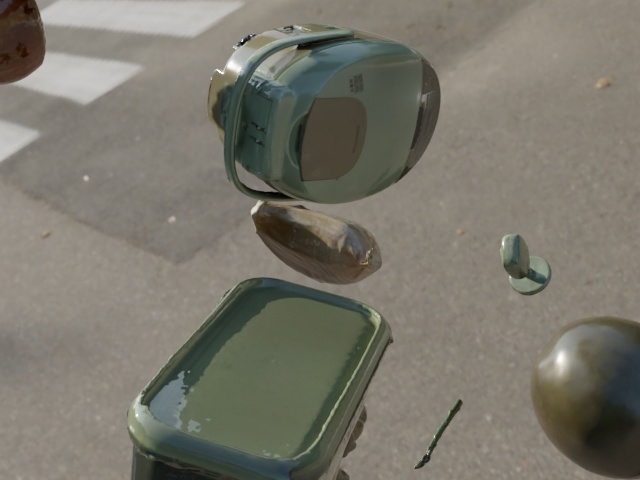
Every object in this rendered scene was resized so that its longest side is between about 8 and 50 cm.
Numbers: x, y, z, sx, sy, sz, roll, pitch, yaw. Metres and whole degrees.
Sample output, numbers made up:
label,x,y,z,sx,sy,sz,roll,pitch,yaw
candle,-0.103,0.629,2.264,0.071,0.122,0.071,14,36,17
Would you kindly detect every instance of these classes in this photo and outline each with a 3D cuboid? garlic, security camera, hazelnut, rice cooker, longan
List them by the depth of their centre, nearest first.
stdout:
label,x,y,z,sx,sy,sz,roll,pitch,yaw
rice cooker,0.003,-0.108,0.882,0.206,0.145,0.127,-7,29,-34
hazelnut,-0.400,-0.241,1.259,0.154,0.143,0.143,-6,33,52
security camera,0.243,0.026,1.302,0.058,0.092,0.058,-16,54,24
garlic,0.011,0.006,1.354,0.198,0.128,0.090,25,83,34
longan,0.415,0.218,1.470,0.248,0.248,0.248,-24,25,12

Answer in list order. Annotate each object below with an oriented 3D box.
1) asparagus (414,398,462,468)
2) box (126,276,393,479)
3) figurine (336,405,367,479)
label,x,y,z,sx,sy,sz,roll,pitch,yaw
asparagus,0.184,0.297,1.635,0.163,0.016,0.016,-48,-13,-45
box,-0.049,0.155,0.758,0.138,0.178,0.274,16,20,11
figurine,-0.072,0.217,1.234,0.247,0.177,0.173,-24,45,-2
